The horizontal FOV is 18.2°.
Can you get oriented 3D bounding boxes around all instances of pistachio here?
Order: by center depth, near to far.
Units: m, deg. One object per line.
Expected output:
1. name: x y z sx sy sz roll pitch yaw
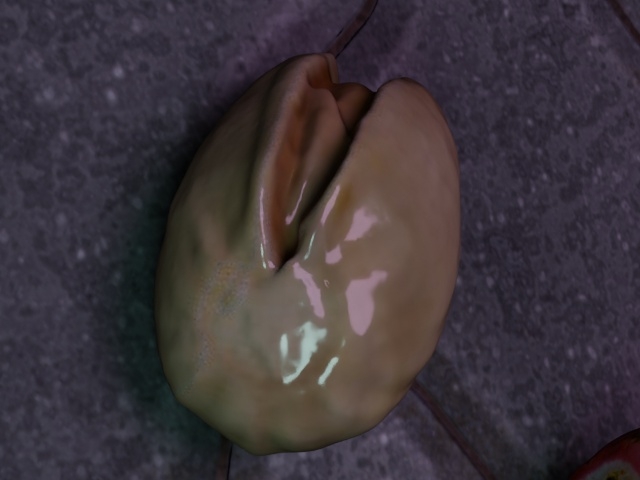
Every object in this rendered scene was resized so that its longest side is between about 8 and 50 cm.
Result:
1. pistachio: 0.000 0.000 1.334 0.193 0.214 0.318 15 46 8

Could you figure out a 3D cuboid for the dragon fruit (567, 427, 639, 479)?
1. dragon fruit: 0.288 0.236 1.500 0.227 0.224 0.224 15 66 -33
